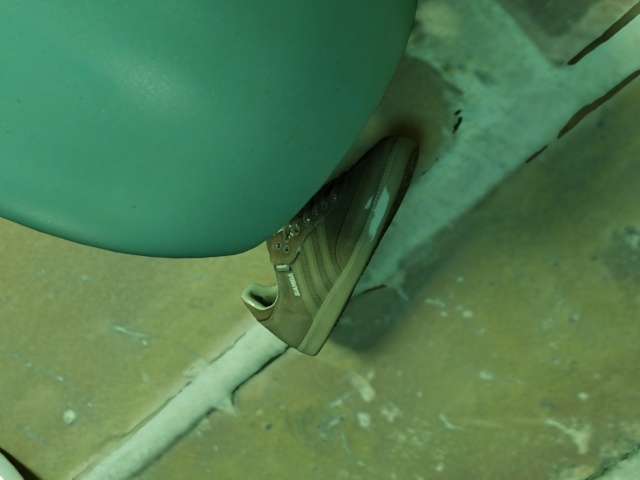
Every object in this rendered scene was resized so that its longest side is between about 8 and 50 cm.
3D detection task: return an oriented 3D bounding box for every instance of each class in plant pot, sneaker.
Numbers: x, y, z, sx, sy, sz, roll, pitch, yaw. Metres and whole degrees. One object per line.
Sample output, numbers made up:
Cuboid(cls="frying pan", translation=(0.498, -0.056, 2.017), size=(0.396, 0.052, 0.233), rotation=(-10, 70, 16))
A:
Cuboid(cls="plant pot", translation=(-0.095, -0.127, 0.601), size=(0.235, 0.293, 0.293), rotation=(32, 129, -20))
Cuboid(cls="sneaker", translation=(0.000, 0.000, 0.769), size=(0.071, 0.066, 0.188), rotation=(28, 126, 3))

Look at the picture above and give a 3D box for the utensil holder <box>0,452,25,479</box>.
Cuboid(cls="utensil holder", translation=(-0.446, 0.375, 1.028), size=(0.328, 0.327, 0.385), rotation=(34, 129, -2))
